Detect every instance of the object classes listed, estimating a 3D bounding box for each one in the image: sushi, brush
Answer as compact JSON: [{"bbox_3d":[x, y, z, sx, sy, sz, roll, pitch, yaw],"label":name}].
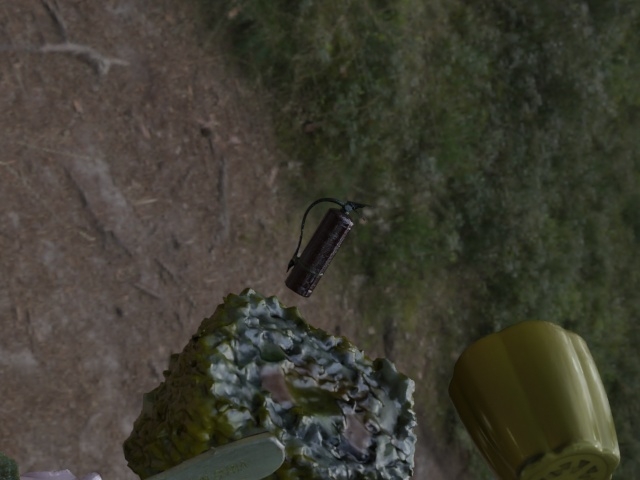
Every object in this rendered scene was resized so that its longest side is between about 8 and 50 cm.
[{"bbox_3d":[-0.054,0.268,1.241,0.397,0.240,0.351,33,29,-9],"label":"sushi"},{"bbox_3d":[-0.189,0.247,0.750,0.020,0.337,0.085,-142,-147,-68],"label":"brush"}]

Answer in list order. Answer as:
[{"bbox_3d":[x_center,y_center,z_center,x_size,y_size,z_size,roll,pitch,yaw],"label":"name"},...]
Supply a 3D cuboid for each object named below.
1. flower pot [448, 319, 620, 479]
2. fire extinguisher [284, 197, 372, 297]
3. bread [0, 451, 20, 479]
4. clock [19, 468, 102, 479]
[{"bbox_3d":[0.275,0.229,1.049,0.179,0.195,0.195,-102,166,-51],"label":"flower pot"},{"bbox_3d":[0.000,0.000,1.166,0.078,0.157,0.045,30,10,-9],"label":"fire extinguisher"},{"bbox_3d":[-0.487,0.400,1.095,0.286,0.207,0.056,55,-40,38],"label":"bread"},{"bbox_3d":[-0.580,0.594,1.532,0.250,0.368,0.377,50,35,12],"label":"clock"}]
